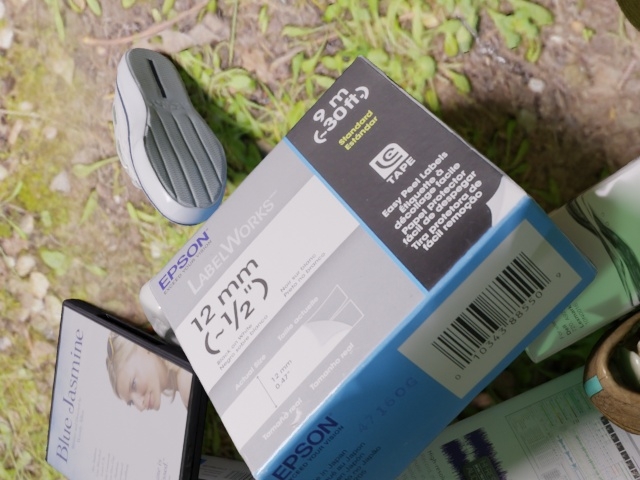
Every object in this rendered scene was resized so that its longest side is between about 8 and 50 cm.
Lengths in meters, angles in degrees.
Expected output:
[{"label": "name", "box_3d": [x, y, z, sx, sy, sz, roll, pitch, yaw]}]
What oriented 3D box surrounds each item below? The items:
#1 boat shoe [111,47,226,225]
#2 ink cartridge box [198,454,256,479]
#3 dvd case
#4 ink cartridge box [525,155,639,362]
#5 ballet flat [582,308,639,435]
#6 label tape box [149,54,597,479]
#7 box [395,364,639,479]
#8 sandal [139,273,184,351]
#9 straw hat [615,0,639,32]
[{"label": "boat shoe", "box_3d": [-0.142, -0.081, 0.968, 0.076, 0.083, 0.226, -61, 33, 36]}, {"label": "ink cartridge box", "box_3d": [-0.120, 0.383, 1.082, 0.165, 0.065, 0.333, 3, 101, 22]}, {"label": "dvd case", "box_3d": [-0.193, 0.172, 1.031, 0.253, 0.022, 0.181, 17, 102, 48]}, {"label": "ink cartridge box", "box_3d": [0.244, -0.011, 0.798, 0.219, 0.160, 0.093, -34, 82, 24]}, {"label": "ballet flat", "box_3d": [0.333, 0.034, 0.715, 0.342, 0.124, 0.116, -25, 70, 16]}, {"label": "label tape box", "box_3d": [0.000, 0.000, 0.809, 0.249, 0.115, 0.348, -47, 42, 6]}, {"label": "box", "box_3d": [0.190, 0.226, 0.790, 0.321, 0.058, 0.232, -22, 65, -8]}, {"label": "sandal", "box_3d": [0.011, 0.139, 0.954, 0.416, 0.169, 0.102, 36, 71, 15]}, {"label": "straw hat", "box_3d": [0.248, -0.219, 0.811, 0.061, 0.144, 0.145, 12, 107, 61]}]
